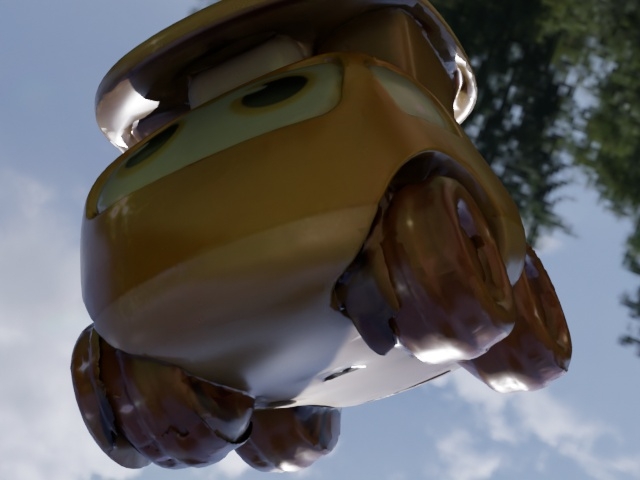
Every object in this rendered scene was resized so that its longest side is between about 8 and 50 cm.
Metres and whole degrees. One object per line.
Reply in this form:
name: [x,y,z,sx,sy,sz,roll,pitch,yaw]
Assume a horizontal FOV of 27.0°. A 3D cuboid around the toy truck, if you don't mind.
toy truck: [0.000,0.000,0.688,0.288,0.204,0.212,26,-136,-62]
